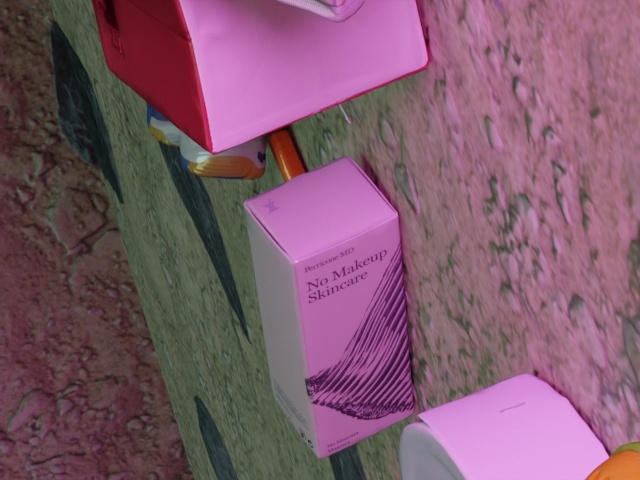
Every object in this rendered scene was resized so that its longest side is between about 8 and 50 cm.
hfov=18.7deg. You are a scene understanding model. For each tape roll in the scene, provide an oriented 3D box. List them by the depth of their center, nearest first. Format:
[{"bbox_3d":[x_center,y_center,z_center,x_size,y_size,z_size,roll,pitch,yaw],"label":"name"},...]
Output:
[{"bbox_3d":[0.159,0.248,1.431,0.286,0.100,0.286,160,90,-78],"label":"tape roll"}]

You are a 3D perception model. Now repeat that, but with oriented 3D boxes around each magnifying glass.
[{"bbox_3d":[0.000,0.000,1.917,0.092,0.026,0.231,119,131,-74],"label":"magnifying glass"}]

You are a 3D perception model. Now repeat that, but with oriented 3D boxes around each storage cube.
[{"bbox_3d":[-0.055,-0.204,1.420,0.193,0.215,0.184,41,148,54],"label":"storage cube"}]

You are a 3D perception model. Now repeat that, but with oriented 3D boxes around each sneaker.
[{"bbox_3d":[-0.110,-0.154,2.036,0.296,0.112,0.131,-141,53,-68],"label":"sneaker"}]

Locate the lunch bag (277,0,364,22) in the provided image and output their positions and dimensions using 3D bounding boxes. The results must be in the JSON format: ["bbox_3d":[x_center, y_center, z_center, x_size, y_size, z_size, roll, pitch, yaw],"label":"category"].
[{"bbox_3d":[-0.075,-0.297,1.190,0.287,0.169,0.235,20,140,23],"label":"lunch bag"}]

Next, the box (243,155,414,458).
[{"bbox_3d":[0.011,0.065,1.752,0.094,0.113,0.275,51,160,39],"label":"box"}]

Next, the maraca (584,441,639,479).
[{"bbox_3d":[0.201,0.177,1.143,0.186,0.099,0.127,125,133,-66],"label":"maraca"}]

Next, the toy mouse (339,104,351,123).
[{"bbox_3d":[-0.014,-0.196,1.657,0.143,0.031,0.161,95,153,-63],"label":"toy mouse"}]
